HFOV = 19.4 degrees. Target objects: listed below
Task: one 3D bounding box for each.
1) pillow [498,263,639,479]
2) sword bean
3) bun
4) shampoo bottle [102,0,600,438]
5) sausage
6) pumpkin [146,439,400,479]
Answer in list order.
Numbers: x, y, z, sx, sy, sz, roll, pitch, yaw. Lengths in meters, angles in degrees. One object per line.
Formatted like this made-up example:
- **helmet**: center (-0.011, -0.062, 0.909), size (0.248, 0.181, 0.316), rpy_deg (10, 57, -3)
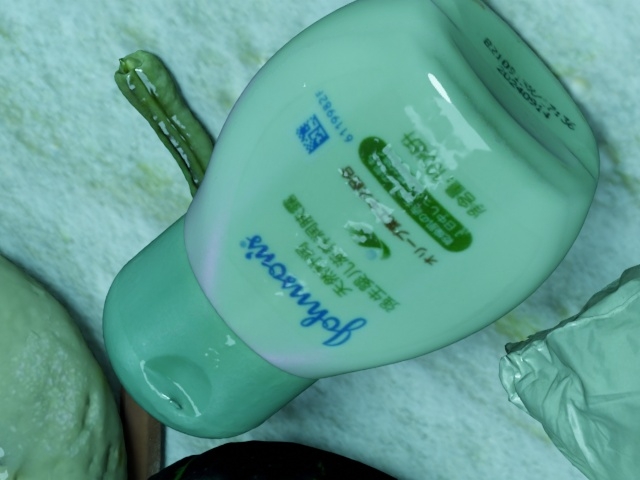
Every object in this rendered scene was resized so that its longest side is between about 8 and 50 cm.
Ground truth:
- **pillow**: center (0.310, 0.121, 1.196), size (0.310, 0.138, 0.283), rpy_deg (47, 125, -7)
- **sword bean**: center (-0.071, -0.016, 1.330), size (0.043, 0.038, 0.269), rpy_deg (-25, 110, 6)
- **bun**: center (-0.332, 0.164, 1.434), size (0.365, 0.219, 0.365), rpy_deg (12, 126, 17)
- **shampoo bottle**: center (0.000, 0.000, 1.215), size (0.349, 0.151, 0.222), rpy_deg (-38, 104, 28)
- **sausage**: center (-0.141, 0.151, 1.463), size (0.030, 0.035, 0.147), rpy_deg (27, 127, 30)
- **pumpkin**: center (-0.031, 0.294, 1.358), size (0.315, 0.238, 0.315), rpy_deg (4, 132, 5)
